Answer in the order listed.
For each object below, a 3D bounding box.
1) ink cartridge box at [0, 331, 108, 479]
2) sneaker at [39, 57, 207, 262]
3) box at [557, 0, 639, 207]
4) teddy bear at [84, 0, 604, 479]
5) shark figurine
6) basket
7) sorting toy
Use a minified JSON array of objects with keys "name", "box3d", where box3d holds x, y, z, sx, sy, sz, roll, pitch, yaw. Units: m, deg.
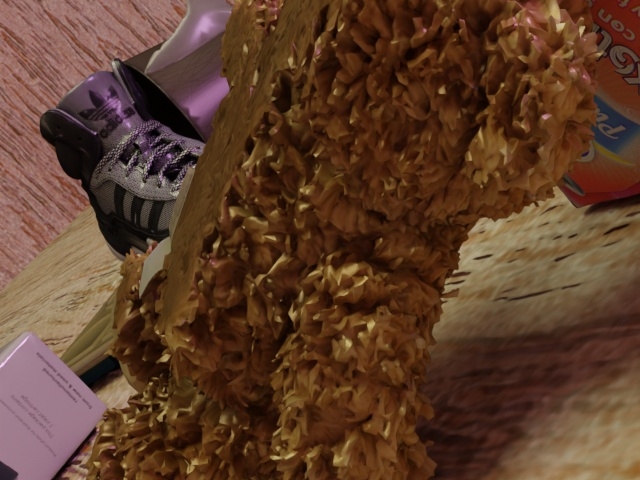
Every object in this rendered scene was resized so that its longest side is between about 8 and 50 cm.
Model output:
[{"name":"ink cartridge box","box3d":[-0.281,0.186,0.901,0.160,0.092,0.219,-29,19,49]},{"name":"sneaker","box3d":[-0.131,-0.061,0.949,0.101,0.153,0.268,-42,20,-25]},{"name":"box","box3d":[0.192,-0.170,0.533,0.300,0.142,0.154,-47,12,-21]},{"name":"teddy bear","box3d":[0.000,0.000,0.490,0.338,0.113,0.245,-64,22,22]},{"name":"shark figurine","box3d":[-0.012,-0.130,1.065,0.166,0.278,0.116,-1,76,29]},{"name":"basket","box3d":[-0.074,-0.180,1.349,0.227,0.204,0.154,-38,-26,-18]},{"name":"sorting toy","box3d":[-0.136,0.027,1.138,0.229,0.041,0.307,-39,12,35]}]
